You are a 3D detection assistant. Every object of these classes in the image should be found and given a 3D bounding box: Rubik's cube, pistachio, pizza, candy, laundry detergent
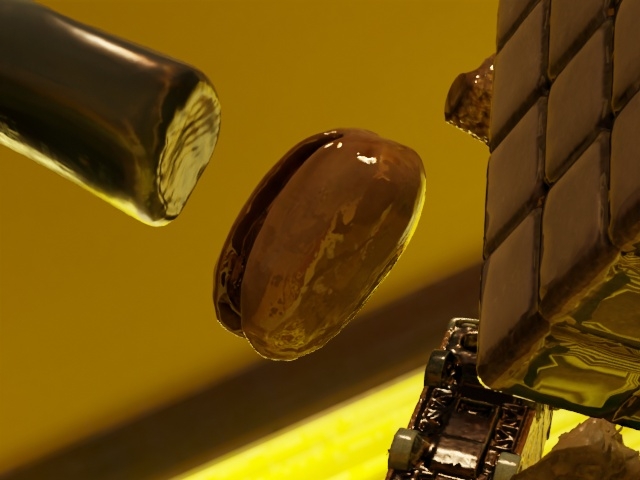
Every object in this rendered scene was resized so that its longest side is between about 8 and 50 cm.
[{"bbox_3d":[0.312,-0.085,1.083,0.344,0.337,0.344,129,154,-53],"label":"Rubik's cube"},{"bbox_3d":[0.000,0.000,1.502,0.131,0.206,0.129,36,179,-22],"label":"pistachio"},{"bbox_3d":[0.204,0.189,1.267,0.181,0.262,0.034,31,128,16],"label":"pizza"},{"bbox_3d":[0.185,-0.134,1.888,0.110,0.095,0.085,38,136,6],"label":"candy"},{"bbox_3d":[-0.207,-0.108,1.152,0.290,0.094,0.143,23,170,12],"label":"laundry detergent"}]

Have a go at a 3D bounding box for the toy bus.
[{"bbox_3d":[0.157,0.221,1.938,0.275,0.138,0.167,-63,-21,-48],"label":"toy bus"}]
